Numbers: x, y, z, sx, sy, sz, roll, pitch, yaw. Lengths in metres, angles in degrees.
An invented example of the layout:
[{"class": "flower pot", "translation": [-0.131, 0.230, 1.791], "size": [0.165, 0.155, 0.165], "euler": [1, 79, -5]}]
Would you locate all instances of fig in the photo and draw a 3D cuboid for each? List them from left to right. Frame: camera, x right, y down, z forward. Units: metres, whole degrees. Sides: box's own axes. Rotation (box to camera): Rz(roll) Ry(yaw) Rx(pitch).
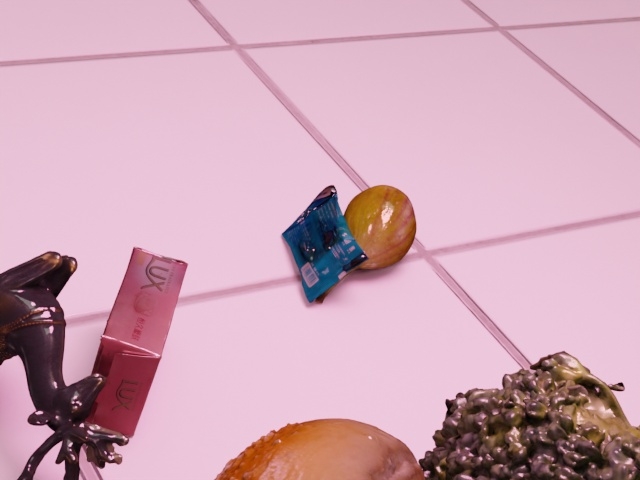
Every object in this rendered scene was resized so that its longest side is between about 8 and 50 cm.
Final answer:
[{"class": "fig", "translation": [0.057, 0.017, 1.363], "size": [0.093, 0.093, 0.166], "euler": [16, 62, 1]}]

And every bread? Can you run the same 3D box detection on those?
[{"class": "bread", "translation": [-0.023, 0.240, 0.892], "size": [0.171, 0.192, 0.314], "euler": [11, 36, 19]}]

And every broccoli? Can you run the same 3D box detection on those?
[{"class": "broccoli", "translation": [0.212, 0.229, 0.994], "size": [0.246, 0.248, 0.288], "euler": [20, 20, -22]}]

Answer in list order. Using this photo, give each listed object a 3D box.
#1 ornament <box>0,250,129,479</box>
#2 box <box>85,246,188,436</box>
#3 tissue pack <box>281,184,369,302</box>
[{"class": "ornament", "translation": [-0.264, 0.151, 1.018], "size": [0.080, 0.202, 0.236], "euler": [26, 37, -62]}, {"class": "box", "translation": [-0.174, 0.093, 1.120], "size": [0.060, 0.111, 0.156], "euler": [20, 36, -7]}, {"class": "tissue pack", "translation": [0.000, 0.000, 1.339], "size": [0.028, 0.085, 0.138], "euler": [42, 14, -34]}]
